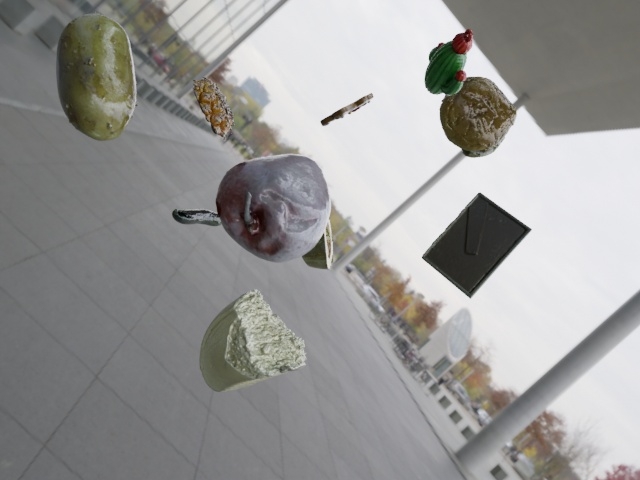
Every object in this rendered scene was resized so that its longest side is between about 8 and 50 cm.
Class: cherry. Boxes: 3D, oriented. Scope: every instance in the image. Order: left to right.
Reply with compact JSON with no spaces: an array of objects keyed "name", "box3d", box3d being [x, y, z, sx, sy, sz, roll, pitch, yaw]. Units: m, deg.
[{"name":"cherry","box3d":[-0.113,-0.096,1.618,0.326,0.335,0.291,50,-38,37]}]

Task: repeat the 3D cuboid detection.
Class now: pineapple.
[{"name":"pineapple","box3d":[-0.333,-0.428,1.826,0.225,0.076,0.225,-24,90,-84]}]

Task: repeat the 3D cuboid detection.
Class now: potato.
[{"name":"potato","box3d":[-0.518,-0.371,1.329,0.173,0.210,0.307,3,61,-31]}]

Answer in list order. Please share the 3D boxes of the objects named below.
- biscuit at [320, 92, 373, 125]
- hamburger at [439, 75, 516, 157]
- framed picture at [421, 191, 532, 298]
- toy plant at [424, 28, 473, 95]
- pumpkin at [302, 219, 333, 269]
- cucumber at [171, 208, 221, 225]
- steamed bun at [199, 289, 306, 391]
[{"name":"biscuit","box3d":[0.100,-0.425,1.843,0.138,0.205,0.031,-18,-74,53]},{"name":"hamburger","box3d":[0.586,-0.466,2.148,0.285,0.265,0.134,43,-13,1]},{"name":"framed picture","box3d":[0.450,0.010,1.669,0.192,0.265,0.018,42,0,22]},{"name":"toy plant","box3d":[0.357,-0.479,1.586,0.240,0.088,0.155,-158,-115,-73]},{"name":"pumpkin","box3d":[-0.018,-0.002,1.887,0.217,0.110,0.217,-12,90,-84]},{"name":"cucumber","box3d":[-0.371,-0.071,1.738,0.056,0.056,0.284,48,12,14]},{"name":"steamed bun","box3d":[-0.209,0.292,1.704,0.290,0.273,0.272,19,51,-62]}]
